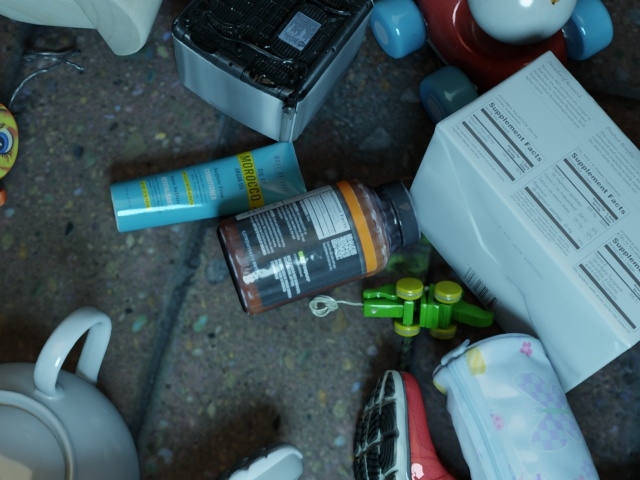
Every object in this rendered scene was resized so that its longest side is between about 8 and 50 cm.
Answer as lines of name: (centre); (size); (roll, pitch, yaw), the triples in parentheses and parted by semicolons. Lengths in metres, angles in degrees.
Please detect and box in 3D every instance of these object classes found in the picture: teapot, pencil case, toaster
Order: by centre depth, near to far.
teapot: (-0.288, 0.217, 0.965); (0.253, 0.187, 0.256); (-15, 73, -6)
pencil case: (0.193, 0.223, 0.969); (0.124, 0.113, 0.273); (3, 56, -30)
toaster: (-0.057, -0.213, 1.136); (0.168, 0.110, 0.185); (30, 67, 9)

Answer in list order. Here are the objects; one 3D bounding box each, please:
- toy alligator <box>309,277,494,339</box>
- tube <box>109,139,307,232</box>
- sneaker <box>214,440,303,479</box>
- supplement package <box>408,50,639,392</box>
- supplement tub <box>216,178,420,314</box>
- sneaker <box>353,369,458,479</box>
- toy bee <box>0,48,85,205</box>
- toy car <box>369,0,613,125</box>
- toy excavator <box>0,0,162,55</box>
toy alligator: (0.085, 0.063, 1.095); (0.190, 0.056, 0.051); (5, 29, 6)
tube: (-0.120, -0.054, 1.129); (0.207, 0.052, 0.080); (-12, 78, -12)
sneaker: (-0.101, 0.314, 0.994); (0.115, 0.105, 0.281); (40, 87, 2)
supplement package: (0.230, -0.010, 1.032); (0.145, 0.204, 0.262); (-34, 76, -16)
supplement tub: (0.000, 0.000, 1.081); (0.198, 0.106, 0.106); (-18, 74, -7)
sneaker: (0.111, 0.262, 1.021); (0.118, 0.107, 0.279); (-6, 75, -22)
toy bee: (-0.370, -0.109, 1.073); (0.298, 0.195, 0.162); (-8, 104, -28)
toy car: (0.192, -0.266, 1.098); (0.219, 0.238, 0.210); (-30, 76, -10)
toy excavator: (-0.441, -0.326, 1.116); (0.445, 0.433, 0.222); (33, 62, -37)
